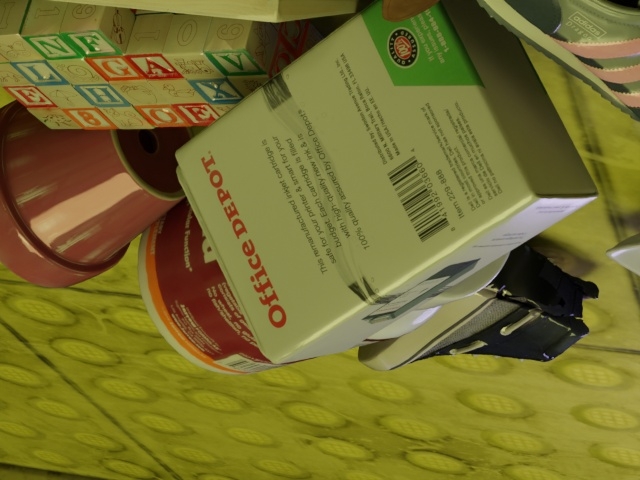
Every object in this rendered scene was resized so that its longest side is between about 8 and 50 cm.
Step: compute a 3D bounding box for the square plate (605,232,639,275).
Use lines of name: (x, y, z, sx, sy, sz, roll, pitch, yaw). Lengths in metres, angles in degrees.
square plate: (0.522, 0.034, 1.762, 0.344, 0.049, 0.347, 28, 154, -29)

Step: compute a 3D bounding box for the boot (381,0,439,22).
boot: (0.077, -0.229, 1.341, 0.042, 0.087, 0.118, 8, 153, -28)

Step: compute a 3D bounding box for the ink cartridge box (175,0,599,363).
ink cartridge box: (0.047, -0.056, 1.467, 0.289, 0.211, 0.121, -33, 164, 30)

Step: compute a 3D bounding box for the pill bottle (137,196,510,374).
pill bottle: (0.000, 0.000, 1.763, 0.224, 0.224, 0.392, 26, 155, -26)

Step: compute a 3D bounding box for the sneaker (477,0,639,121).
sneaker: (0.260, -0.167, 1.353, 0.319, 0.112, 0.131, 24, 159, -26)

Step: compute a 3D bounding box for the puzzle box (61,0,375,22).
puzzle box: (-0.183, -0.219, 1.392, 0.409, 0.052, 0.272, 8, -168, 15)

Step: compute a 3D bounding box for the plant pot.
plant pot: (-0.231, -0.070, 1.804, 0.180, 0.201, 0.201, -22, 141, 33)

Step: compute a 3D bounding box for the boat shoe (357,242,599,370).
boat shoe: (0.175, 0.099, 2.018, 0.158, 0.127, 0.340, 28, 155, -13)

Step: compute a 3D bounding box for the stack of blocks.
stack of blocks: (-0.164, -0.180, 1.609, 0.297, 0.087, 0.171, 1, 155, 29)
